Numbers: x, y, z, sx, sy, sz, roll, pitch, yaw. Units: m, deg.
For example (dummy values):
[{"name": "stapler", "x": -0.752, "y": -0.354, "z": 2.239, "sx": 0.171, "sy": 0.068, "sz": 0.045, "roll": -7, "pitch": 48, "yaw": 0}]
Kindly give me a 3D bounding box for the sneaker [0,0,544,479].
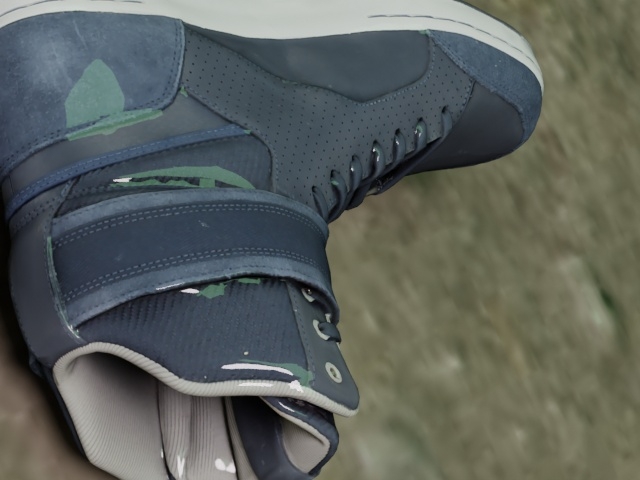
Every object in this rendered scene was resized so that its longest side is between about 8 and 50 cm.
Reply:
[{"name": "sneaker", "x": -0.002, "y": 0.001, "z": 0.623, "sx": 0.226, "sy": 0.086, "sz": 0.163, "roll": 0, "pitch": 58, "yaw": -37}]
